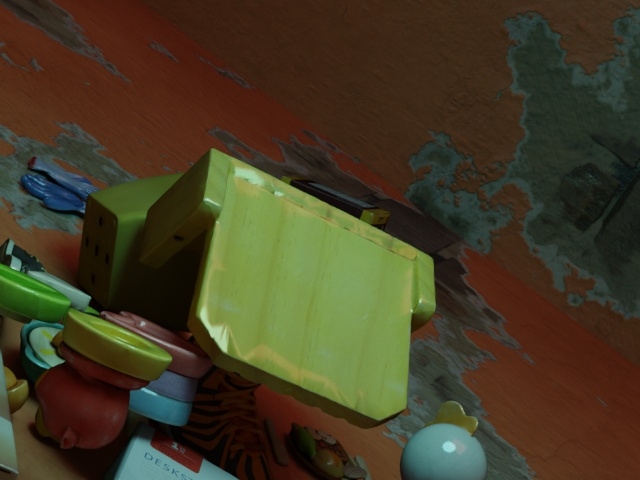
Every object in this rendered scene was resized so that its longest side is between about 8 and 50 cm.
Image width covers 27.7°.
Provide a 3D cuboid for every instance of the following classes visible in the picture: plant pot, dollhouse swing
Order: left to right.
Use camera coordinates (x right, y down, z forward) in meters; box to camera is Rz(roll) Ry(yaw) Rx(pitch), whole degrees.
[{"bbox_3d":[-0.253,0.018,1.967,0.187,0.212,0.212,1,16,-30],"label":"plant pot"},{"bbox_3d":[-0.064,0.105,1.710,0.347,0.315,0.304,26,58,-20],"label":"dollhouse swing"}]

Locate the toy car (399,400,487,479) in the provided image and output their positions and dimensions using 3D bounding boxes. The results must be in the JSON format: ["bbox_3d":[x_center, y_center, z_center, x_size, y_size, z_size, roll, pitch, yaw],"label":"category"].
[{"bbox_3d":[0.137,0.324,1.686,0.219,0.210,0.238,34,56,-30],"label":"toy car"}]

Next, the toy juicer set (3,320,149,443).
[{"bbox_3d":[-0.308,0.171,1.634,0.329,0.089,0.209,21,20,-40],"label":"toy juicer set"}]

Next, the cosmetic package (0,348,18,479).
[{"bbox_3d":[-0.414,0.175,1.338,0.153,0.129,0.296,24,18,-29],"label":"cosmetic package"}]

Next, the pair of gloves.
[{"bbox_3d":[-0.444,-0.085,2.261,0.159,0.023,0.198,27,16,-14],"label":"pair of gloves"}]

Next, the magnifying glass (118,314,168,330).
[{"bbox_3d":[-0.225,0.174,1.910,0.092,0.026,0.231,15,25,-50],"label":"magnifying glass"}]

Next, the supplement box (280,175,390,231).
[{"bbox_3d":[0.000,0.000,2.486,0.194,0.191,0.129,23,9,16],"label":"supplement box"}]

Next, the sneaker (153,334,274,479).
[{"bbox_3d":[-0.114,0.225,1.686,0.125,0.180,0.321,18,22,-44],"label":"sneaker"}]

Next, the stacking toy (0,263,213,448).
[{"bbox_3d":[-0.284,0.136,1.481,0.280,0.130,0.309,25,-1,16],"label":"stacking toy"}]

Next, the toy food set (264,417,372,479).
[{"bbox_3d":[0.012,0.314,1.930,0.192,0.038,0.132,26,17,-26],"label":"toy food set"}]

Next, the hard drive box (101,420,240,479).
[{"bbox_3d":[-0.169,0.325,1.449,0.181,0.089,0.232,32,15,-7],"label":"hard drive box"}]

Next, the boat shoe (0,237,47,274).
[{"bbox_3d":[-0.411,0.053,1.755,0.069,0.081,0.228,31,-1,-19],"label":"boat shoe"}]

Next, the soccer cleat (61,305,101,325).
[{"bbox_3d":[-0.282,0.149,1.828,0.179,0.060,0.072,25,26,-7],"label":"soccer cleat"}]
